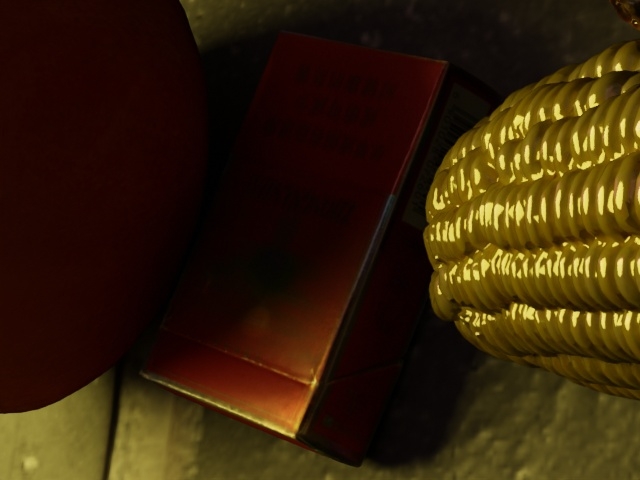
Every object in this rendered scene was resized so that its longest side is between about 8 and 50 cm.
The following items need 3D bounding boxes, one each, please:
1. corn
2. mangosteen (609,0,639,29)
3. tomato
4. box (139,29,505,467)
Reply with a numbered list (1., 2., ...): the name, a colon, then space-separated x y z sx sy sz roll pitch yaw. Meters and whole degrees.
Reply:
1. corn: 0.118 -0.006 0.628 0.347 0.130 0.130 170 119 -72
2. mangosteen: 0.159 -0.151 0.686 0.156 0.181 0.145 26 122 18
3. tomato: -0.146 -0.050 0.896 0.260 0.180 0.259 177 90 -76
4. box: 0.001 0.001 0.855 0.112 0.048 0.175 18 83 44
